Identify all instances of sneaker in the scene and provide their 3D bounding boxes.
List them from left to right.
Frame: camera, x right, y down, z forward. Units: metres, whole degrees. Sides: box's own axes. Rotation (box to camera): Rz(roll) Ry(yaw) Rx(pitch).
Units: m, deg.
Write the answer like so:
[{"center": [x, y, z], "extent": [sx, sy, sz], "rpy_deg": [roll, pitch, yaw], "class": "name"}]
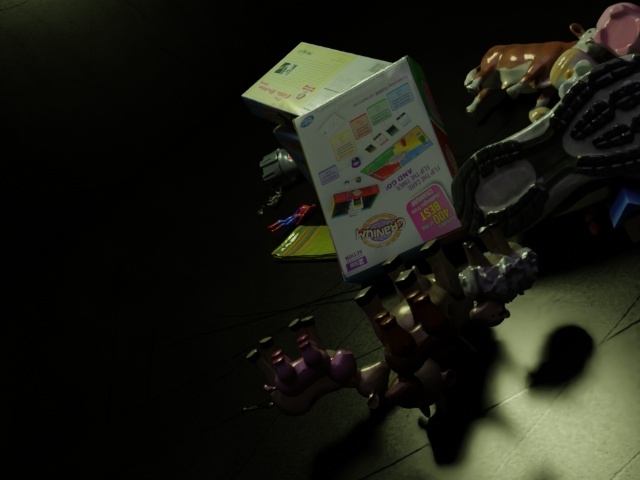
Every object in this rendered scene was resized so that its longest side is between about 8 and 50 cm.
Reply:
[{"center": [0.385, -0.135, 1.148], "extent": [0.410, 0.158, 0.182], "rpy_deg": [-27, -12, 36], "class": "sneaker"}]

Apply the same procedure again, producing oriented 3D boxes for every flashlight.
[{"center": [-0.010, -0.231, 1.982], "extent": [0.304, 0.103, 0.103], "rpy_deg": [-23, 28, 28], "class": "flashlight"}]

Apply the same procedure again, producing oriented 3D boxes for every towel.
[{"center": [0.000, 0.000, 1.633], "extent": [0.237, 0.021, 0.102], "rpy_deg": [-3, 41, 52], "class": "towel"}]

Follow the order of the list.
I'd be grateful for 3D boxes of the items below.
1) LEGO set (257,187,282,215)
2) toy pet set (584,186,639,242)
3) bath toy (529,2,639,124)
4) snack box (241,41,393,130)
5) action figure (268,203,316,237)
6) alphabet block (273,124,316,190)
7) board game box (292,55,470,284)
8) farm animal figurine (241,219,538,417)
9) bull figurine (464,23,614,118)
[{"center": [-0.117, -0.089, 1.977], "extent": [0.083, 0.023, 0.054], "rpy_deg": [-43, 18, 19], "class": "LEGO set"}, {"center": [0.407, -0.052, 1.094], "extent": [0.122, 0.065, 0.114], "rpy_deg": [-26, 25, 25], "class": "toy pet set"}, {"center": [0.463, -0.297, 1.246], "extent": [0.348, 0.129, 0.151], "rpy_deg": [-57, 47, 28], "class": "bath toy"}, {"center": [-0.004, -0.302, 1.649], "extent": [0.187, 0.060, 0.322], "rpy_deg": [-44, 39, -14], "class": "snack box"}, {"center": [-0.057, -0.047, 1.795], "extent": [0.115, 0.030, 0.038], "rpy_deg": [-34, 28, -6], "class": "action figure"}, {"center": [0.049, -0.213, 1.750], "extent": [0.197, 0.193, 0.192], "rpy_deg": [-40, 25, -8], "class": "alphabet block"}, {"center": [0.106, -0.116, 1.385], "extent": [0.242, 0.316, 0.064], "rpy_deg": [-25, -19, 25], "class": "board game box"}, {"center": [0.100, 0.139, 1.065], "extent": [0.327, 0.172, 0.330], "rpy_deg": [-38, 12, -36], "class": "farm animal figurine"}, {"center": [0.406, -0.321, 1.565], "extent": [0.188, 0.101, 0.310], "rpy_deg": [-46, 25, -17], "class": "bull figurine"}]
